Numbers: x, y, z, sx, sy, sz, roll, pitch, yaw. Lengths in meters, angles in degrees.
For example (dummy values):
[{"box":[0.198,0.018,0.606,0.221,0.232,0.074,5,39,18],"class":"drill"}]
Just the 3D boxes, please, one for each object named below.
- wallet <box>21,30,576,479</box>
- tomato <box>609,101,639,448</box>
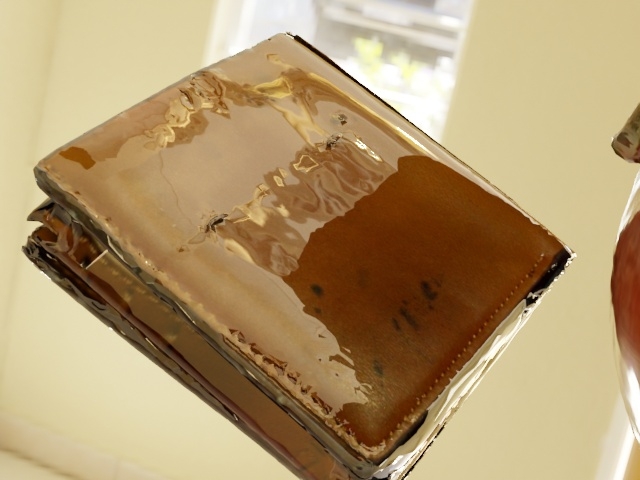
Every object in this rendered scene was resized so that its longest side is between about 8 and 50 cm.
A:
[{"box":[-0.002,0.001,0.599,0.161,0.042,0.195,40,35,5],"class":"wallet"},{"box":[0.240,-0.013,0.457,0.289,0.325,0.293,27,0,-12],"class":"tomato"}]
